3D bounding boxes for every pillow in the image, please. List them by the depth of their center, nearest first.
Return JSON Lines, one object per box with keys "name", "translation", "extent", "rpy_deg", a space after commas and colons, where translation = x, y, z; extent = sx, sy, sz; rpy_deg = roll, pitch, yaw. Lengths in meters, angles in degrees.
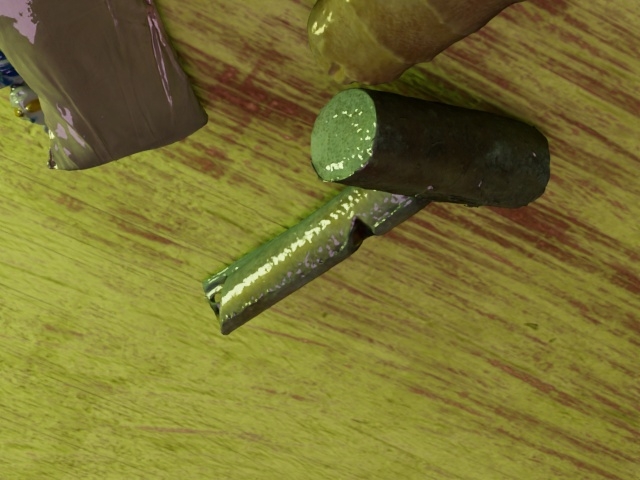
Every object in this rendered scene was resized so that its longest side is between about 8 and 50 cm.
{"name": "pillow", "translation": [-0.229, -0.182, 1.563], "extent": [0.173, 0.067, 0.270], "rpy_deg": [-27, 127, -7]}

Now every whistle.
{"name": "whistle", "translation": [0.000, 0.000, 1.750], "extent": [0.326, 0.068, 0.057], "rpy_deg": [-33, 166, 27]}

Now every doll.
{"name": "doll", "translation": [-0.320, -0.189, 1.587], "extent": [0.114, 0.057, 0.227], "rpy_deg": [-28, 124, 18]}

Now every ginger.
{"name": "ginger", "translation": [0.132, -0.257, 1.468], "extent": [0.354, 0.126, 0.190], "rpy_deg": [-29, 144, 20]}

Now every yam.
{"name": "yam", "translation": [0.112, -0.089, 1.606], "extent": [0.259, 0.106, 0.106], "rpy_deg": [9, 137, -41]}
